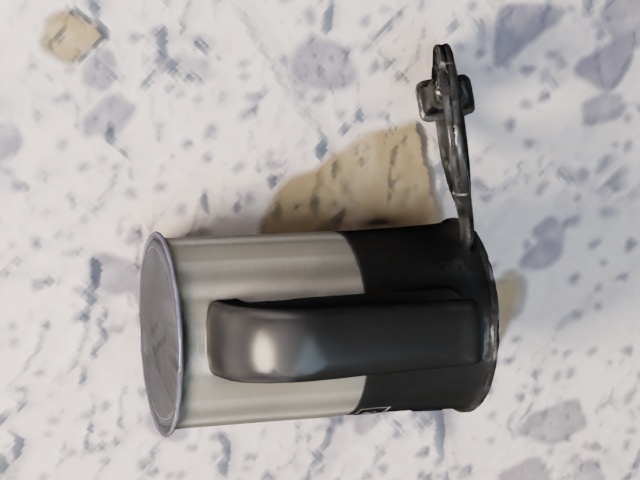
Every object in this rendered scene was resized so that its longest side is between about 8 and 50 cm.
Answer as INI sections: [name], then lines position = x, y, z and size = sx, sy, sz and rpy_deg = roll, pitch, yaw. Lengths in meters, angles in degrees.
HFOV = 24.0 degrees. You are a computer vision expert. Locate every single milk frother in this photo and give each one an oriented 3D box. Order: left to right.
[milk frother]
position = 0.000, 0.000, 0.611
size = 0.134, 0.129, 0.143
rpy_deg = -3, 74, -18
